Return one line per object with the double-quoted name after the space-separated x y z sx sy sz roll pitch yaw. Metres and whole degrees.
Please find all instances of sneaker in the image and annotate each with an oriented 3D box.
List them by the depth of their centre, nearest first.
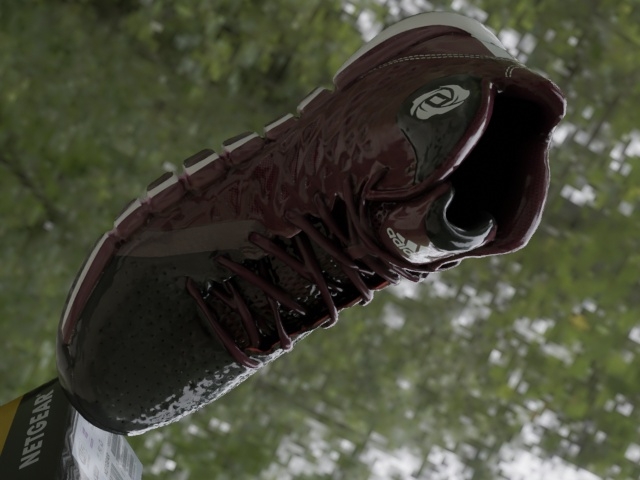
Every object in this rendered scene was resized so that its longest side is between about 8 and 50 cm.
0.000 0.000 0.847 0.281 0.106 0.162 -43 -156 -5 "sneaker"

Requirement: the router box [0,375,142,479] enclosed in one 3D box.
-0.220 0.211 0.923 0.243 0.081 0.309 -28 -160 8 "router box"
